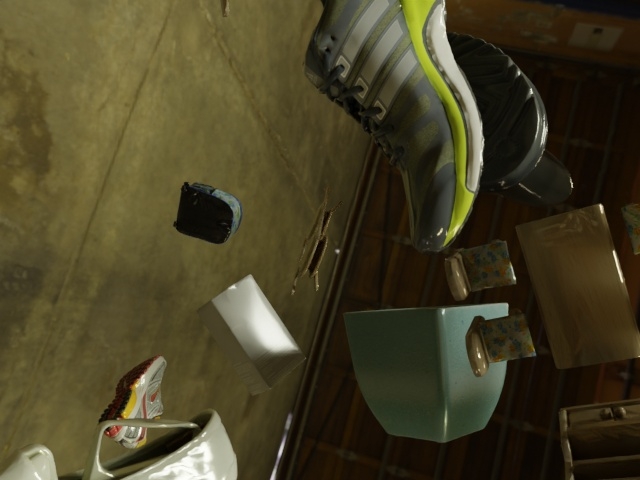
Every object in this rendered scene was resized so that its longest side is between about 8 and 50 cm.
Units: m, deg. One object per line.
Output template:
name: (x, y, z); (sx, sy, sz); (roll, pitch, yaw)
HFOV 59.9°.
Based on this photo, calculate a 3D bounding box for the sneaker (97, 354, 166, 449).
sneaker: (-0.356, 0.317, 1.101); (0.092, 0.088, 0.225); (54, 22, -21)

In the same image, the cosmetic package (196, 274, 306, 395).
cosmetic package: (-0.157, 0.212, 1.257); (0.127, 0.238, 0.107); (-31, 176, -40)

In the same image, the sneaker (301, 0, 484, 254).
sneaker: (0.050, -0.131, 0.475); (0.111, 0.121, 0.299); (112, -34, -80)

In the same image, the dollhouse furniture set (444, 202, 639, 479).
dollhouse furniture set: (0.238, 0.095, 0.482); (0.161, 0.212, 0.242); (-17, 91, -67)

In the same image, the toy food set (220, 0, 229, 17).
toy food set: (-0.076, -0.386, 0.692); (0.218, 0.071, 0.128); (161, -81, -67)

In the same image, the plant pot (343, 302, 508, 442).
plant pot: (0.220, 0.260, 1.122); (0.248, 0.247, 0.252); (4, 81, -43)

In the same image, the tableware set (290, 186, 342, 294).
tableware set: (0.000, 0.000, 0.960); (0.194, 0.039, 0.128); (-78, -168, -60)

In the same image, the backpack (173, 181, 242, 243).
backpack: (-0.210, -0.053, 1.077); (0.084, 0.114, 0.105); (-46, 155, -67)

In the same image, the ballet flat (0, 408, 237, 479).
ballet flat: (-0.284, 0.285, 0.651); (0.400, 0.139, 0.139); (-4, 112, -39)

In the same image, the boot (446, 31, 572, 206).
boot: (0.242, -0.125, 0.790); (0.445, 0.367, 0.146); (24, 110, -45)
